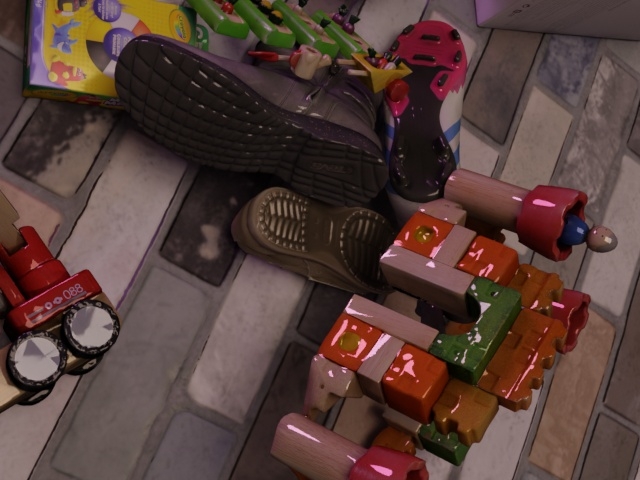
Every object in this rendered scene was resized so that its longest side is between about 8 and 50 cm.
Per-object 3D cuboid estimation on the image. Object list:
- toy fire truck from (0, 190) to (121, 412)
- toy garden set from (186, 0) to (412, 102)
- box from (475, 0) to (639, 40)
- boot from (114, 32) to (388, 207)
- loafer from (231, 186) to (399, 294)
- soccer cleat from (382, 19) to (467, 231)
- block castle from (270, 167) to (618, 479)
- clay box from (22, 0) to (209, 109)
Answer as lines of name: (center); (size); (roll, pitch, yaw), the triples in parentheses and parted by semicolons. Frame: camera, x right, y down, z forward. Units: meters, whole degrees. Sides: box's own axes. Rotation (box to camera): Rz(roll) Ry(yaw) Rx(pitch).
toy fire truck: (-0.347, 0.052, 0.931); (0.217, 0.158, 0.246); (-32, 85, -28)
toy garden set: (-0.017, -0.249, 1.104); (0.244, 0.049, 0.204); (2, 36, -40)
box: (0.408, -0.438, 1.393); (0.345, 0.168, 0.215); (-2, 82, -28)
boot: (-0.074, -0.177, 1.095); (0.338, 0.118, 0.222); (26, 36, -23)
loafer: (0.000, 0.000, 1.150); (0.268, 0.092, 0.102); (24, 72, -39)
soccer cleat: (0.132, -0.148, 1.244); (0.116, 0.143, 0.331); (4, 55, 6)
block castle: (0.170, 0.162, 1.068); (0.453, 0.213, 0.303); (-53, 146, -24)
clay box: (-0.228, -0.219, 1.082); (0.222, 0.053, 0.127); (4, 80, -27)
